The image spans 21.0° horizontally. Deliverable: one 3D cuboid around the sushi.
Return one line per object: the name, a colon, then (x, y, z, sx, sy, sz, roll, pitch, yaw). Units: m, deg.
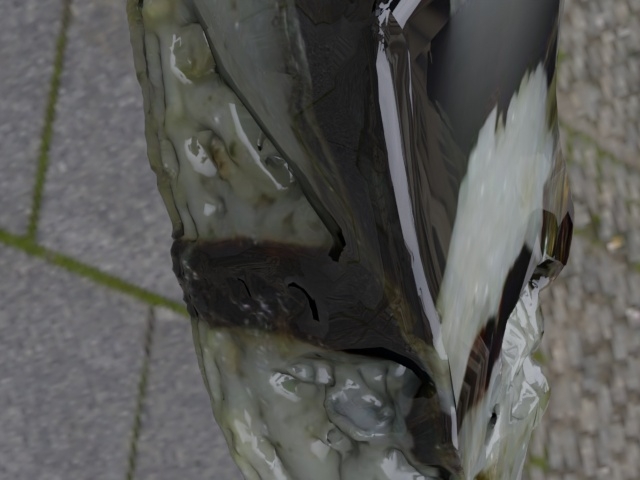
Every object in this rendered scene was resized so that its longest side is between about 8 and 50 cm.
sushi: (0.009, -0.003, 0.505, 0.134, 0.109, 0.273, -55, 147, -42)
